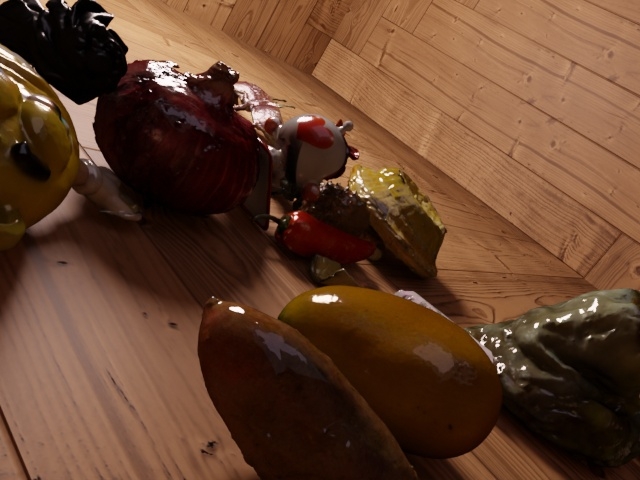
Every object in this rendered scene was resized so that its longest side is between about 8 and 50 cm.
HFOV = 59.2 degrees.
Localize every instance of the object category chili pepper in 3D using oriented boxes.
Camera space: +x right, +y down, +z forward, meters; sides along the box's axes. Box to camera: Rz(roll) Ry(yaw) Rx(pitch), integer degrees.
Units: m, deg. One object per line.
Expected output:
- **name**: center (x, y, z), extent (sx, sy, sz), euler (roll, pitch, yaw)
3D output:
- **chili pepper**: center (0.000, 0.000, 0.936), extent (0.272, 0.071, 0.063), euler (19, 4, -39)

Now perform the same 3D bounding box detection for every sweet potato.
- **sweet potato**: center (0.033, 0.197, 0.466), extent (0.385, 0.109, 0.109), euler (45, 19, 0)

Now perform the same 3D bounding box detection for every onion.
- **onion**: center (-0.187, -0.156, 0.795), extent (0.252, 0.219, 0.252), euler (41, 12, -11)

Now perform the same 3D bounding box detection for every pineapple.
- **pineapple**: center (-0.021, -0.088, 1.071), extent (0.125, 0.125, 0.251), euler (10, 24, -49)

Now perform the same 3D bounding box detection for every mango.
- **mango**: center (0.080, 0.133, 0.634), extent (0.254, 0.139, 0.175), euler (33, 14, 21)

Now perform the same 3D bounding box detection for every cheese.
- **cheese**: center (0.023, 0.058, 0.878), extent (0.060, 0.041, 0.084), euler (27, 3, -39)

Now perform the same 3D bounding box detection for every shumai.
- **shumai**: center (0.418, 0.167, 0.898), extent (0.309, 0.263, 0.304), euler (19, 25, -35)

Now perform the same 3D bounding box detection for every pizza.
- **pizza**: center (0.076, -0.024, 1.155), extent (0.134, 0.046, 0.175), euler (20, 23, -33)

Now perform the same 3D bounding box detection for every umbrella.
- **umbrella**: center (-0.360, -0.260, 0.727), extent (0.340, 0.118, 0.118), euler (26, 10, 40)

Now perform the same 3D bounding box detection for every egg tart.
- **egg tart**: center (0.171, -0.054, 1.174), extent (0.290, 0.115, 0.290), euler (47, 16, -18)

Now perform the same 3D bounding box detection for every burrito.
- **burrito**: center (0.184, 0.147, 0.881), extent (0.203, 0.064, 0.064), euler (41, 20, 33)

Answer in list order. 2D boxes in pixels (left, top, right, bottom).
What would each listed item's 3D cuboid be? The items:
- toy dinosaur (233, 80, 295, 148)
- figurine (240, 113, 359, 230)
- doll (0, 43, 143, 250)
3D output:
- **toy dinosaur**: center (-0.163, -0.316, 1.455), extent (0.327, 0.113, 0.206), euler (29, 42, 23)
- **figurine**: center (-0.039, -0.155, 0.975), extent (0.226, 0.160, 0.183), euler (-21, 49, -28)
- **doll**: center (-0.359, -0.138, 0.598), extent (0.423, 0.161, 0.348), euler (43, 5, 9)
